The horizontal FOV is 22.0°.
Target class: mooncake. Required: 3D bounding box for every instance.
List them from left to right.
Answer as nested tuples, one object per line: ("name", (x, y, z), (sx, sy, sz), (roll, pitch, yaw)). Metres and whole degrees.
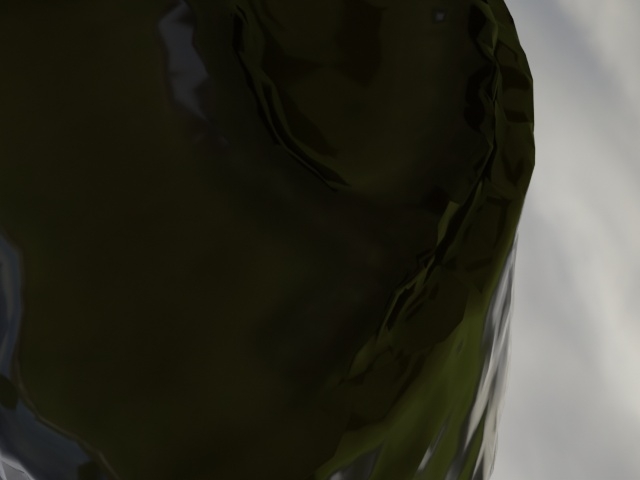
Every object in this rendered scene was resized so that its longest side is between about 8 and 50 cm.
("mooncake", (-0.122, -0.014, 0.610), (0.246, 0.394, 0.393), (90, 179, -55))
